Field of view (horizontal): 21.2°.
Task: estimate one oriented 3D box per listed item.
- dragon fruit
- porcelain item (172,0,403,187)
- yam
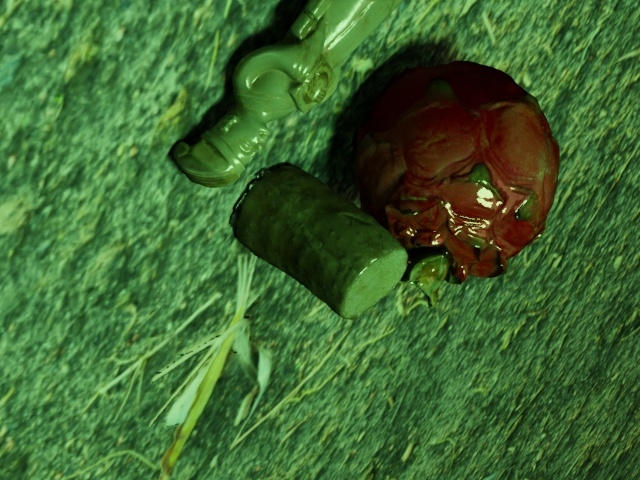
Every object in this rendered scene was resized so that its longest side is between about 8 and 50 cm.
[{"bbox_3d":[0.106,-0.058,1.371,0.209,0.172,0.172,-72,172,-48],"label":"dragon fruit"},{"bbox_3d":[-0.020,-0.122,1.215,0.213,0.054,0.084,-50,151,-9],"label":"porcelain item"},{"bbox_3d":[0.000,0.002,1.307,0.084,0.127,0.084,-36,148,-27],"label":"yam"}]
